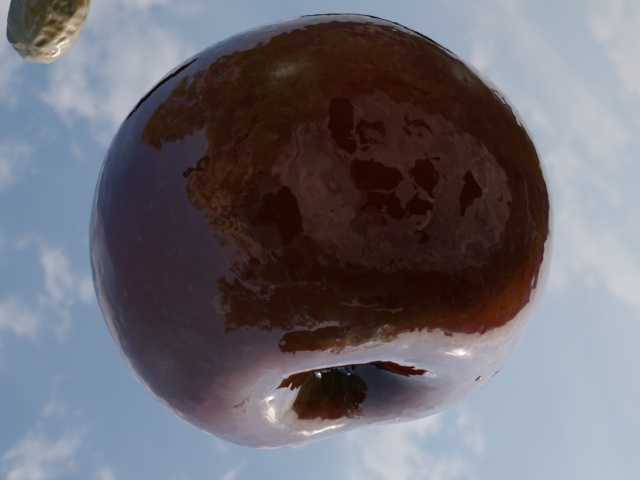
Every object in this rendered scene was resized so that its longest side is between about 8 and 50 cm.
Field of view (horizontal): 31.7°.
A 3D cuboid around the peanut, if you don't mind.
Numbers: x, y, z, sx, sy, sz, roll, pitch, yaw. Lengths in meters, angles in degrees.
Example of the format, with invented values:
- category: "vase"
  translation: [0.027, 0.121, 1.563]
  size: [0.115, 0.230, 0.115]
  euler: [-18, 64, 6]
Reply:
- category: "peanut"
  translation: [-0.253, -0.254, 1.097]
  size: [0.080, 0.174, 0.080]
  euler: [22, -169, -4]

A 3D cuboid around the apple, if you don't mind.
- category: "apple"
  translation: [0.000, 0.000, 0.840]
  size: [0.349, 0.348, 0.276]
  euler: [17, -131, -38]
